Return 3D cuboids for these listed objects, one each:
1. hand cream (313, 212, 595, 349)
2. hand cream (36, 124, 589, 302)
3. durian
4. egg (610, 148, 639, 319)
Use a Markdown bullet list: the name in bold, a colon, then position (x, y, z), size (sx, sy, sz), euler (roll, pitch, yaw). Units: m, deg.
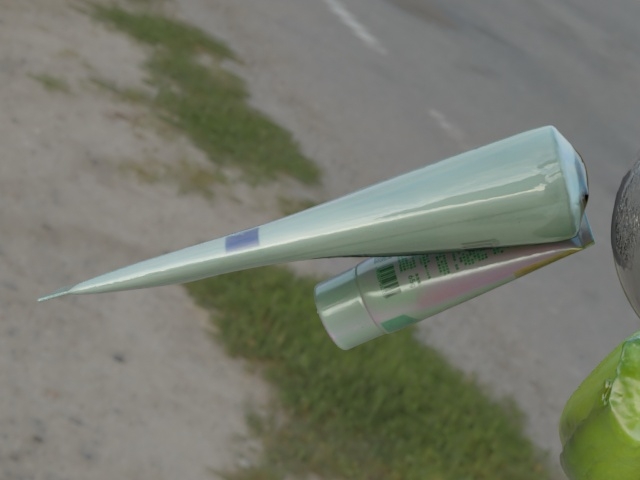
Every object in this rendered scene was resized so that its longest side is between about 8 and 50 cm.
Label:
- **hand cream**: position (0.082, 0.014, 1.045), size (0.047, 0.174, 0.076), euler (53, 18, -37)
- **hand cream**: position (0.000, 0.000, 1.001), size (0.321, 0.067, 0.109), euler (-14, 2, 10)
- **durian**: position (0.215, 0.106, 1.034), size (0.101, 0.139, 0.250), euler (41, 10, 21)
- **egg**: position (0.219, -0.003, 0.839), size (0.146, 0.146, 0.199), euler (34, 21, 18)
